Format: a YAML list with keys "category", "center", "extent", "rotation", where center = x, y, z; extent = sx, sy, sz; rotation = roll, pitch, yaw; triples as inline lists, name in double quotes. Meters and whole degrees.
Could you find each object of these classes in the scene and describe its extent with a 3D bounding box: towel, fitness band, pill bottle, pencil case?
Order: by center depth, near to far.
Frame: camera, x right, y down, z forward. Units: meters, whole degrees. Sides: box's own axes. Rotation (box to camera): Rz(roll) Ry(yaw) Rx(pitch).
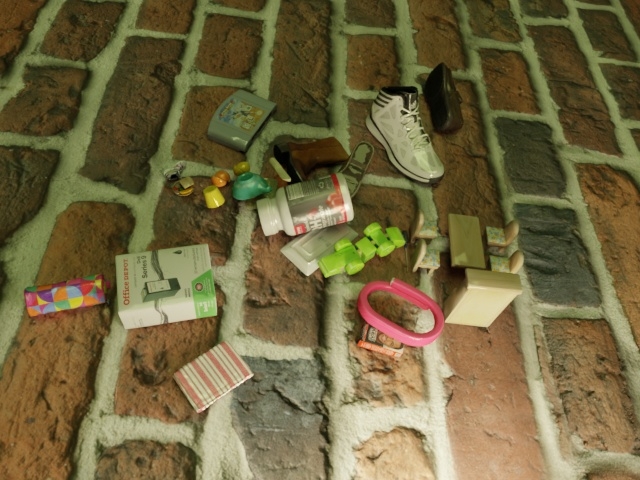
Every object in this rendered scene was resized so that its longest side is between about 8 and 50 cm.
- category: "towel"
  center: [-0.319, 0.401, 1.573]
  extent: [0.197, 0.029, 0.144]
  rotation: [-30, 66, -28]
- category: "pencil case"
  center: [-0.772, 0.167, 1.618]
  extent: [0.236, 0.104, 0.104]
  rotation: [-9, 58, -17]
- category: "fitness band"
  center: [0.263, 0.229, 1.735]
  extent: [0.291, 0.054, 0.209]
  rotation: [28, 43, 15]
- category: "pill bottle"
  center: [-0.055, -0.118, 1.856]
  extent: [0.318, 0.176, 0.176]
  rotation: [-15, 59, -1]
- category: "towel"
  center: [-0.217, -0.174, 1.967]
  extent: [0.110, 0.027, 0.148]
  rotation: [5, 58, 0]

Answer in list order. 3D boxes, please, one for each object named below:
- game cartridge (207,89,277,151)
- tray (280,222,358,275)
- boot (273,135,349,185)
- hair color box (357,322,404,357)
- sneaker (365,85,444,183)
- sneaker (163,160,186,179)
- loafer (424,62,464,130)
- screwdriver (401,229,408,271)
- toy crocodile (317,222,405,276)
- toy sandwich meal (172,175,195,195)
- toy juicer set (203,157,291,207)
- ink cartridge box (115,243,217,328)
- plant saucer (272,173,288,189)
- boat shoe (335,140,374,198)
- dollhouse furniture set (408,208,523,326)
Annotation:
- category: "game cartridge"
  center: [-0.327, -0.498, 2.161]
  extent: [0.198, 0.062, 0.297]
  rotation: [25, 56, 3]
- category: "tray"
  center: [0.000, 0.000, 1.891]
  extent: [0.145, 0.030, 0.270]
  rotation: [43, 60, 18]
- category: "boot"
  center: [-0.011, -0.294, 2.063]
  extent: [0.280, 0.096, 0.264]
  rotation: [-12, 49, -27]
- category: "hair color box"
  center: [0.196, 0.321, 1.697]
  extent: [0.141, 0.043, 0.072]
  rotation: [16, 54, 1]
- category: "sneaker"
  center: [0.351, -0.443, 2.106]
  extent: [0.169, 0.257, 0.447]
  rotation: [-27, 64, -24]
- category: "sneaker"
  center: [-0.529, -0.255, 1.968]
  extent: [0.098, 0.038, 0.069]
  rotation: [-37, 57, -18]
- category: "loafer"
  center: [0.561, -0.630, 2.363]
  extent: [0.130, 0.134, 0.366]
  rotation: [14, 62, -28]
- category: "screwdriver"
  center: [0.309, 0.039, 1.924]
  extent: [0.025, 0.024, 0.170]
  rotation: [-7, 60, 22]
- category: "toy crocodile"
  center: [0.148, 0.038, 1.855]
  extent: [0.340, 0.105, 0.115]
  rotation: [-27, 64, -19]
- category: "toy sandwich meal"
  center: [-0.504, -0.200, 1.944]
  extent: [0.085, 0.029, 0.085]
  rotation: [4, 56, -6]
- category: "toy juicer set"
  center: [-0.256, -0.215, 1.932]
  extent: [0.329, 0.089, 0.209]
  rotation: [-11, 36, 8]
- category: "ink cartridge box"
  center: [-0.484, 0.143, 1.661]
  extent: [0.289, 0.121, 0.211]
  rotation: [-8, 58, -14]
- category: "plant saucer"
  center: [-0.145, -0.222, 2.027]
  extent: [0.083, 0.013, 0.083]
  rotation: [4, 57, -6]
- category: "boat shoe"
  center: [0.112, -0.235, 2.025]
  extent: [0.111, 0.104, 0.307]
  rotation: [35, 74, 4]
- category: "dollhouse furniture set"
  center: [0.518, 0.055, 1.799]
  extent: [0.362, 0.256, 0.394]
  rotation: [7, 56, -5]
